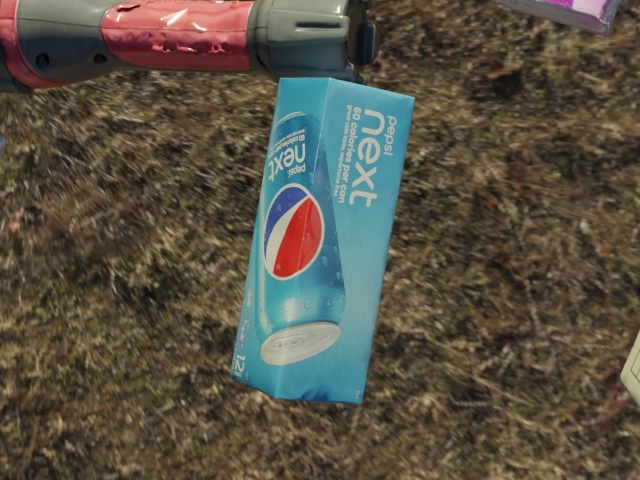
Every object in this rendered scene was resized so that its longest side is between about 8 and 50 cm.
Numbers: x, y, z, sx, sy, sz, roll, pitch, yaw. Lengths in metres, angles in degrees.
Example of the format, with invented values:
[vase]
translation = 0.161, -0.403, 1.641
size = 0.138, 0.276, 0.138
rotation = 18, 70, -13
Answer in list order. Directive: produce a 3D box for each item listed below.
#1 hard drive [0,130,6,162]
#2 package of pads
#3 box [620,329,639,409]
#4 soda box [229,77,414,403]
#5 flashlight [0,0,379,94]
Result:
[hard drive]
translation = -0.234, 0.126, 0.573
size = 0.047, 0.233, 0.353
rotation = 15, 102, -8
[package of pads]
translation = 0.161, -0.171, 0.762
size = 0.050, 0.083, 0.032
rotation = -63, 151, -6
[box]
translation = 0.267, 0.096, 0.523
size = 0.121, 0.311, 0.148
rotation = 14, 112, -14
[soda box]
translation = 0.000, 0.000, 0.771
size = 0.071, 0.067, 0.210
rotation = 9, 91, -33
[flashlight]
translation = -0.118, -0.154, 0.842
size = 0.304, 0.103, 0.103
rotation = 4, 140, 16
